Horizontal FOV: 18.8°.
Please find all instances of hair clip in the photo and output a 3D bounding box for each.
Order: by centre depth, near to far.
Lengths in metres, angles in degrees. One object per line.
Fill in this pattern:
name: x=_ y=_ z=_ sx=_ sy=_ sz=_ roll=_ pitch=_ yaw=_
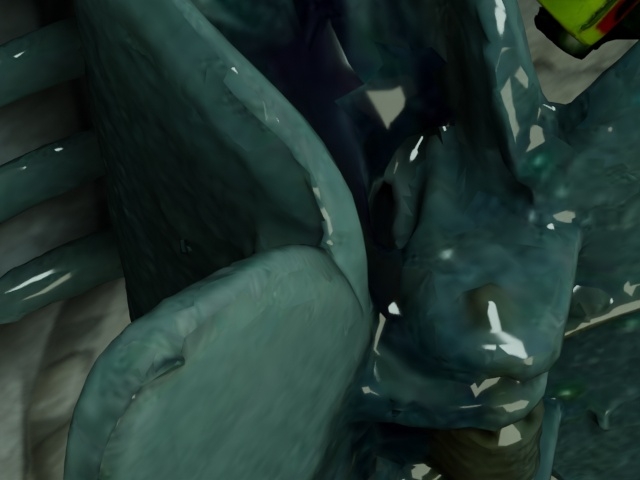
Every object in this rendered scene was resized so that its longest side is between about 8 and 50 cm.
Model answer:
hair clip: x=0.000 y=0.000 z=0.620 sx=0.392 sy=0.238 sz=0.318 roll=-31 pitch=148 yaw=-16

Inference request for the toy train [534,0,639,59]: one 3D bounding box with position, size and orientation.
toy train: x=0.165 y=-0.195 z=0.690 sx=0.296 sy=0.100 sz=0.160 roll=-48 pitch=142 yaw=14
